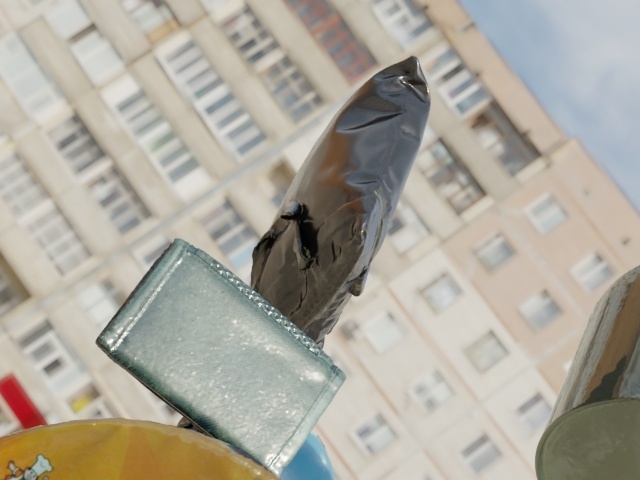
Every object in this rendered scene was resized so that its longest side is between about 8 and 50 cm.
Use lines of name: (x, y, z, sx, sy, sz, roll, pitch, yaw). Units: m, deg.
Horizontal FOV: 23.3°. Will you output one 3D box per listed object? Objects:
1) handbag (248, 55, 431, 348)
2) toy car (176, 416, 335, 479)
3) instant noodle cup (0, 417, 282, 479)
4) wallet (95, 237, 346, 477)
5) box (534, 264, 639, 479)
handbag: (0.000, 0.000, 1.226, 0.088, 0.211, 0.254, 26, -44, -10)
toy car: (-0.086, 0.307, 1.636, 0.188, 0.255, 0.190, 18, 28, -39)
instant noodle cup: (-0.108, 0.261, 0.769, 0.296, 0.296, 0.214, 48, -18, 26)
wallet: (-0.055, 0.067, 0.879, 0.129, 0.088, 0.026, 39, -31, -6)
box: (0.288, 0.137, 1.140, 0.226, 0.149, 0.226, 18, -39, 15)
